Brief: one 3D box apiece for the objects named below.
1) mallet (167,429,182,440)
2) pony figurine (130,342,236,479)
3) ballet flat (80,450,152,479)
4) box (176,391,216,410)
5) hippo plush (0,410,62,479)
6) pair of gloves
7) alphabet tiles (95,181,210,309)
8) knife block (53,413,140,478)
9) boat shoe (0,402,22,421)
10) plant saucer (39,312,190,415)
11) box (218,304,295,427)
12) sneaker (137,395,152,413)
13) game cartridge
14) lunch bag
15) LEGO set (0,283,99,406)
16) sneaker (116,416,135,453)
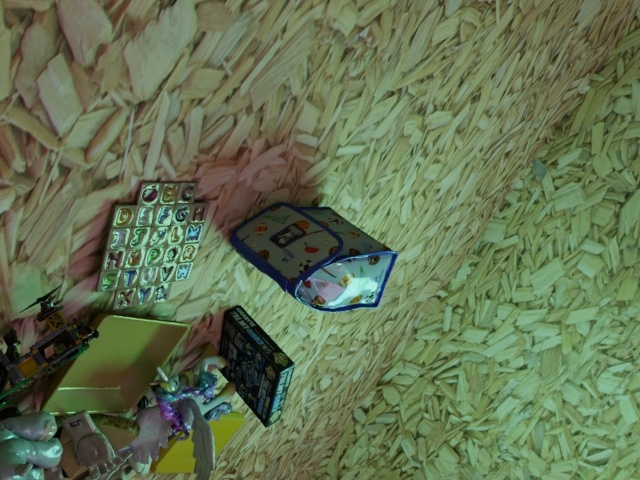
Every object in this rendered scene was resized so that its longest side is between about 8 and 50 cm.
[{"bbox_3d":[-0.470,0.632,2.265,0.189,0.039,0.063,-25,115,-23],"label":"mallet"},{"bbox_3d":[-0.402,0.510,2.011,0.363,0.302,0.351,-16,109,-66],"label":"pony figurine"},{"bbox_3d":[-0.638,0.747,2.163,0.409,0.147,0.147,-44,150,-10],"label":"ballet flat"},{"bbox_3d":[-0.423,0.580,2.321,0.137,0.027,0.094,-37,121,-19],"label":"box"},{"bbox_3d":[-0.712,0.513,1.548,0.234,0.236,0.295,-25,113,-27],"label":"hippo plush"},{"bbox_3d":[-0.681,0.577,1.785,0.240,0.042,0.204,-29,105,1],"label":"pair of gloves"},{"bbox_3d":[-0.413,0.012,1.664,0.285,0.011,0.343,-5,119,-50],"label":"alphabet tiles"},{"bbox_3d":[-0.669,0.604,1.859,0.088,0.275,0.242,-149,-105,-78],"label":"knife block"},{"bbox_3d":[-0.848,0.492,1.636,0.233,0.079,0.084,-28,148,-30],"label":"boat shoe"},{"bbox_3d":[-0.566,0.323,1.814,0.333,0.081,0.332,-54,150,8],"label":"plant saucer"},{"bbox_3d":[-0.219,0.410,2.163,0.073,0.293,0.296,-24,142,-37],"label":"box"},{"bbox_3d":[-0.556,0.520,2.109,0.044,0.040,0.109,-46,159,-40],"label":"sneaker"},{"bbox_3d":[-0.461,0.754,2.499,0.285,0.052,0.323,-51,148,3],"label":"game cartridge"},{"bbox_3d":[-0.025,0.044,1.932,0.385,0.327,0.239,-3,118,-42],"label":"lunch bag"},{"bbox_3d":[-0.693,0.233,1.497,0.331,0.192,0.255,-35,178,-16],"label":"LEGO set"},{"bbox_3d":[-0.662,0.630,2.038,0.282,0.102,0.161,20,113,-48],"label":"sneaker"}]
